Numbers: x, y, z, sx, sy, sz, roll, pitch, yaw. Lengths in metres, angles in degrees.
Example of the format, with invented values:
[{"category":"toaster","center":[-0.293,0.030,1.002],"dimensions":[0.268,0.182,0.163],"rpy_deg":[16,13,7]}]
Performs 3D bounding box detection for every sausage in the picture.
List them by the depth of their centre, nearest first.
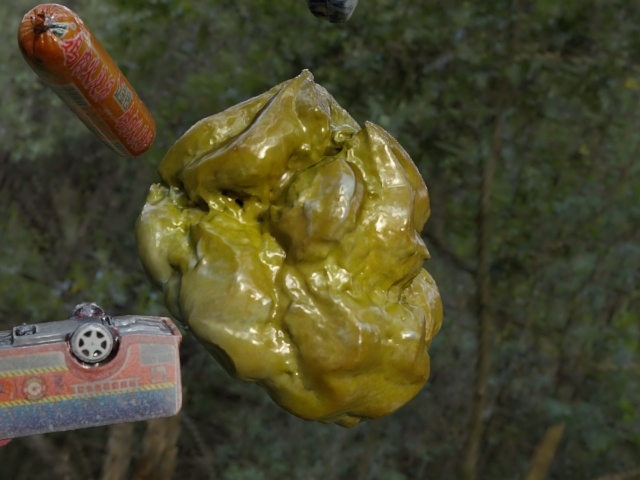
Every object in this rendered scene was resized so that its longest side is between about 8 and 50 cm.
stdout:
[{"category":"sausage","center":[-0.184,-0.123,1.185],"dimensions":[0.053,0.053,0.348],"rpy_deg":[22,-8,8]}]

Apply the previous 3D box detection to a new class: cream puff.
[{"category":"cream puff","center":[0.001,0.001,1.389],"dimensions":[0.291,0.257,0.324],"rpy_deg":[16,24,-45]}]

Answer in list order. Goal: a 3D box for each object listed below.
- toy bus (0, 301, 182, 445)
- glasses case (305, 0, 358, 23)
[{"category":"toy bus","center":[-0.183,0.087,0.914],"dimensions":[0.192,0.077,0.065],"rpy_deg":[-7,10,-12]},{"category":"glasses case","center":[0.027,-0.298,1.203],"dimensions":[0.065,0.247,0.087],"rpy_deg":[8,-23,11]}]
